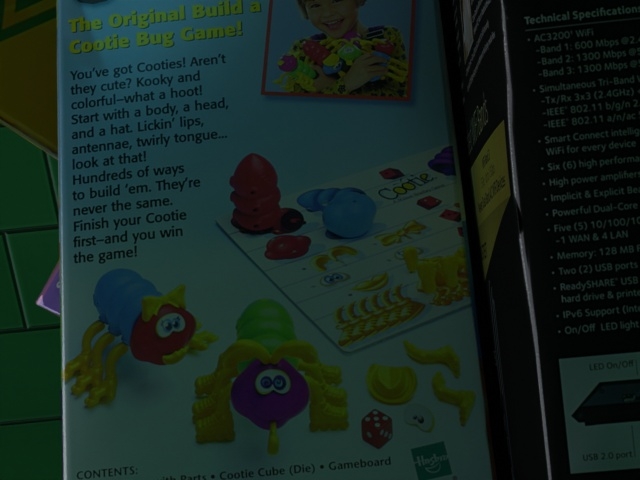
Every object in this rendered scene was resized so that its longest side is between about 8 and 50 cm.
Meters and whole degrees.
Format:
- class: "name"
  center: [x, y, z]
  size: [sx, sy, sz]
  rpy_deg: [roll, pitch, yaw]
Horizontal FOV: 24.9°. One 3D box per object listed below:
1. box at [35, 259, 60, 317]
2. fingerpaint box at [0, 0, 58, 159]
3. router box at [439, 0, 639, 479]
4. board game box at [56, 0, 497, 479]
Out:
- class: "box"
  center: [0.000, 0.000, 0.795]
  size: [0.213, 0.117, 0.243]
  rpy_deg: [-62, -31, -8]
- class: "fingerpaint box"
  center: [-0.124, -0.291, 0.843]
  size: [0.163, 0.371, 0.445]
  rpy_deg: [35, -173, -29]
- class: "router box"
  center: [0.094, -0.009, 0.532]
  size: [0.309, 0.081, 0.242]
  rpy_deg: [63, -159, -86]
- class: "board game box"
  center: [-0.017, 0.013, 0.557]
  size: [0.142, 0.144, 0.275]
  rpy_deg: [79, -174, -69]
